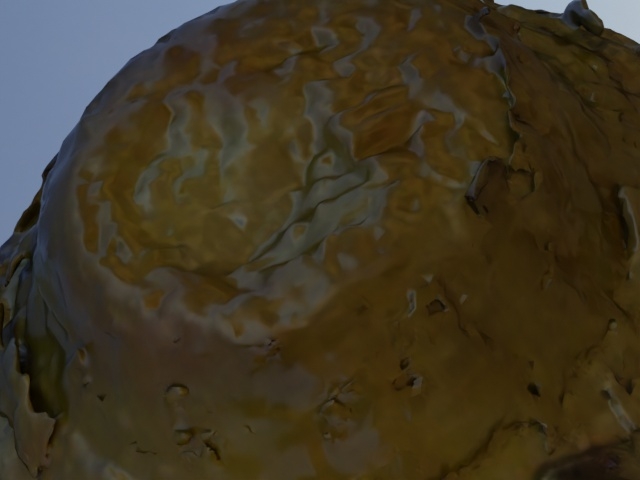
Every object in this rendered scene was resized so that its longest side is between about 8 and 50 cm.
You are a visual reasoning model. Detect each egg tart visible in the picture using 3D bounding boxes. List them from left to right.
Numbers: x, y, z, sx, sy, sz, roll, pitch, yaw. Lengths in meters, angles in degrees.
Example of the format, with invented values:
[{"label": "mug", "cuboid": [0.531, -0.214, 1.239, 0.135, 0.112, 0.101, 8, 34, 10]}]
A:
[{"label": "egg tart", "cuboid": [0.000, 0.000, 0.557, 0.116, 0.294, 0.295, 68, -165, -49]}]
